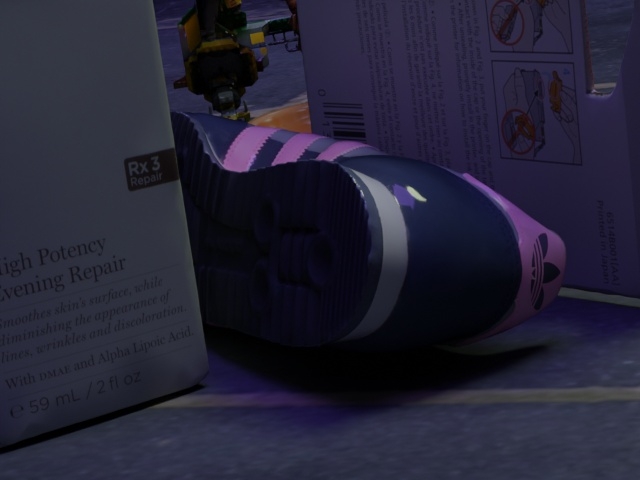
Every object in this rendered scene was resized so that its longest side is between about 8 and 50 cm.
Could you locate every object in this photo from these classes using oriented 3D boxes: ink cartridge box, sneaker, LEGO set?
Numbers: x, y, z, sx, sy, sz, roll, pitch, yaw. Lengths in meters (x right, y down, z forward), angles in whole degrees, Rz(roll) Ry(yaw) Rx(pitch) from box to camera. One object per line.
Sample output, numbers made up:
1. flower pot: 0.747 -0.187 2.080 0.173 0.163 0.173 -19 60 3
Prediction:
1. ink cartridge box: 0.091 -0.126 0.923 0.066 0.296 0.261 -18 17 -40
2. sneaker: 0.000 0.000 0.917 0.131 0.112 0.319 5 9 -27
3. LEGO set: 0.022 -0.185 1.410 0.331 0.255 0.192 -3 43 -9

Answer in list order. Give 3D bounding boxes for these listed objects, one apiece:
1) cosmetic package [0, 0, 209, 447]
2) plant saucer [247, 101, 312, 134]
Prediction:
1. cosmetic package: -0.132 -0.037 0.810 0.117 0.231 0.085 -17 16 -33
2. plant saucer: 0.042 -0.080 1.335 0.200 0.037 0.200 -8 13 2
